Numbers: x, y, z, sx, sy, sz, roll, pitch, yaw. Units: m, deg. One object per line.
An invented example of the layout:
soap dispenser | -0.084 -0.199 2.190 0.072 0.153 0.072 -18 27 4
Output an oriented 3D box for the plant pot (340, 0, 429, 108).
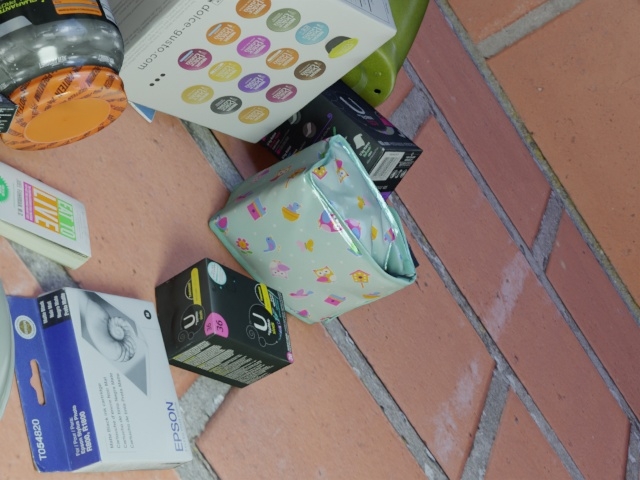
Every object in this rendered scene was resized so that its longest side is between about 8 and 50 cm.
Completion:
plant pot | 0.041 -0.443 2.148 0.366 0.367 0.352 39 47 -36

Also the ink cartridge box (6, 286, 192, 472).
ink cartridge box | -0.263 0.166 1.343 0.224 0.045 0.223 13 54 -55

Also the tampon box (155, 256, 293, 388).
tampon box | -0.133 0.117 1.546 0.161 0.101 0.120 28 42 -46

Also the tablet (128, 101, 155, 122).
tablet | -0.272 -0.222 1.732 0.054 0.006 0.083 45 30 -27

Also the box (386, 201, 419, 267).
box | 0.081 0.009 2.013 0.156 0.093 0.158 62 27 4

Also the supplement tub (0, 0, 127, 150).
supplement tub | -0.376 -0.298 1.411 0.207 0.207 0.337 -1 66 -60

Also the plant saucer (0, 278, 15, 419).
plant saucer | -0.440 0.046 1.102 0.400 0.101 0.400 41 33 -34

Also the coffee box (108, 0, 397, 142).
coffee box | -0.139 -0.408 1.723 0.334 0.338 0.338 16 51 -43

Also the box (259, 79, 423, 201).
box | 0.012 -0.184 1.926 0.270 0.143 0.165 43 21 20

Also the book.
book | -0.355 -0.033 1.396 0.144 0.035 0.096 29 37 -43

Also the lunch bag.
lunch bag | 0.000 0.000 1.746 0.262 0.223 0.160 52 35 -18

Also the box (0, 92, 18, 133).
box | -0.465 -0.180 1.238 0.184 0.045 0.191 34 19 23
